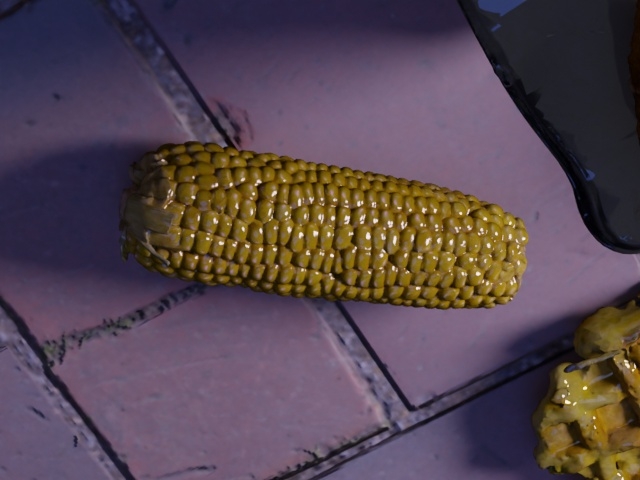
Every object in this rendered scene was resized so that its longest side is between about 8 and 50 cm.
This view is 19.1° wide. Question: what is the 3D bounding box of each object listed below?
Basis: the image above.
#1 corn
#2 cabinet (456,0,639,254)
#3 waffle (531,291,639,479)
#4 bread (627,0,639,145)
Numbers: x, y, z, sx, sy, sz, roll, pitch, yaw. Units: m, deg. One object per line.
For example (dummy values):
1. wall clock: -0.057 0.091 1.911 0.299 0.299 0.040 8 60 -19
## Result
1. corn: 0.001 -0.005 1.210 0.260 0.091 0.091 10 76 -4
2. cabinet: 0.209 -0.203 0.980 0.290 0.318 0.227 -29 112 14
3. waffle: 0.291 0.112 1.286 0.281 0.060 0.262 20 113 -10
4. bread: 0.197 -0.040 0.841 0.105 0.076 0.233 -31 105 3
